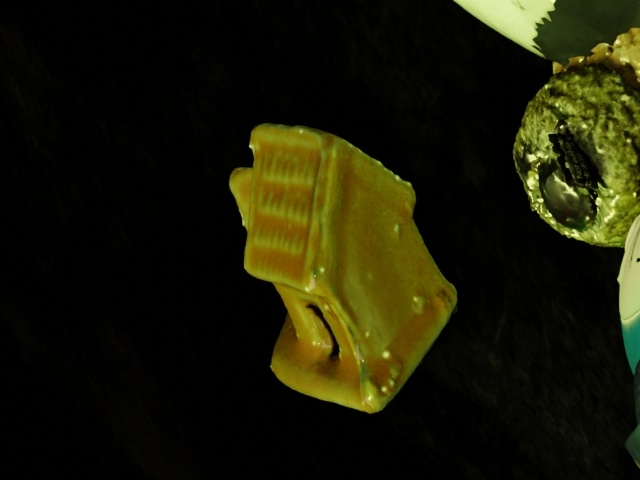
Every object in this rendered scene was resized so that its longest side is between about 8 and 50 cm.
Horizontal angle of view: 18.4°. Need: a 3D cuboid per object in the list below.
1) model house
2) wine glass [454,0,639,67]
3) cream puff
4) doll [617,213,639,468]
[{"bbox_3d":[-0.009,0.002,1.788,0.268,0.173,0.239,12,133,56],"label":"model house"},{"bbox_3d":[0.101,-0.270,1.122,0.323,0.238,0.238,57,159,17],"label":"wine glass"},{"bbox_3d":[0.200,-0.074,1.266,0.183,0.169,0.183,45,156,27],"label":"cream puff"},{"bbox_3d":[0.288,0.018,1.076,0.240,0.284,0.310,48,146,11],"label":"doll"}]
